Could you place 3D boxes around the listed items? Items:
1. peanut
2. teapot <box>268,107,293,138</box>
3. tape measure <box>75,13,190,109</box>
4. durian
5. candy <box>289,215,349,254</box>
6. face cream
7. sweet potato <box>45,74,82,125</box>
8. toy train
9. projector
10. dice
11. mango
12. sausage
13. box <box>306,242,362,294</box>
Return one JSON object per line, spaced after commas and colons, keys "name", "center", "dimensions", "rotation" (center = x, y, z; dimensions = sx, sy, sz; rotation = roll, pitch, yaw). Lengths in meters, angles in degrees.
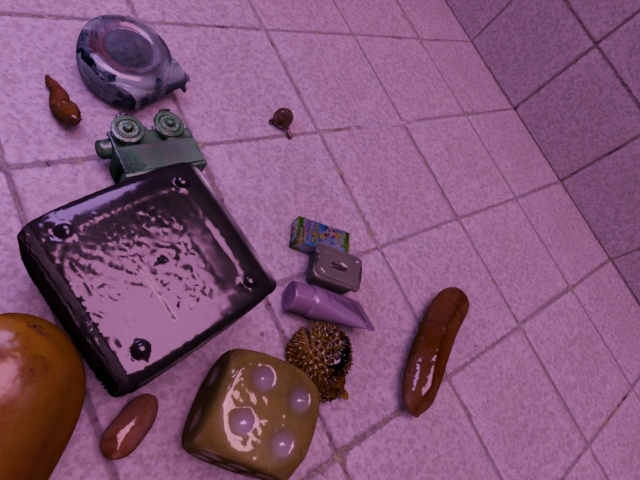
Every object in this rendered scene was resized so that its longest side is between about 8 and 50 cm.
{"name": "peanut", "center": [-0.409, 0.401, 0.958], "dimensions": [0.076, 0.076, 0.152], "rotation": [40, 46, -7]}
{"name": "teapot", "center": [-0.132, -0.418, 1.590], "dimensions": [0.080, 0.085, 0.110], "rotation": [-64, 136, -60]}
{"name": "tape measure", "center": [-0.568, -0.515, 1.304], "dimensions": [0.275, 0.147, 0.256], "rotation": [50, 52, -5]}
{"name": "durian", "center": [0.020, 0.337, 1.218], "dimensions": [0.237, 0.138, 0.193], "rotation": [50, 51, -1]}
{"name": "candy", "center": [0.000, 0.000, 1.435], "dimensions": [0.195, 0.062, 0.097], "rotation": [18, 58, -22]}
{"name": "face cream", "center": [0.026, 0.197, 1.321], "dimensions": [0.274, 0.096, 0.154], "rotation": [18, 18, -25]}
{"name": "sweet potato", "center": [-0.704, -0.370, 1.199], "dimensions": [0.068, 0.068, 0.226], "rotation": [-23, 61, -38]}
{"name": "toy train", "center": [-0.466, -0.242, 1.221], "dimensions": [0.266, 0.145, 0.201], "rotation": [-20, 80, -37]}
{"name": "projector", "center": [-0.375, 0.075, 0.994], "dimensions": [0.405, 0.242, 0.395], "rotation": [-32, 87, -36]}
{"name": "dice", "center": [-0.157, 0.400, 1.018], "dimensions": [0.238, 0.227, 0.233], "rotation": [30, 55, -17]}
{"name": "mango", "center": [-0.601, 0.345, 0.773], "dimensions": [0.300, 0.232, 0.445], "rotation": [18, 68, -26]}
{"name": "sausage", "center": [0.373, 0.336, 1.452], "dimensions": [0.500, 0.123, 0.136], "rotation": [-54, 128, -39]}
{"name": "box", "center": [0.036, 0.097, 1.385], "dimensions": [0.172, 0.093, 0.123], "rotation": [22, 56, -20]}
